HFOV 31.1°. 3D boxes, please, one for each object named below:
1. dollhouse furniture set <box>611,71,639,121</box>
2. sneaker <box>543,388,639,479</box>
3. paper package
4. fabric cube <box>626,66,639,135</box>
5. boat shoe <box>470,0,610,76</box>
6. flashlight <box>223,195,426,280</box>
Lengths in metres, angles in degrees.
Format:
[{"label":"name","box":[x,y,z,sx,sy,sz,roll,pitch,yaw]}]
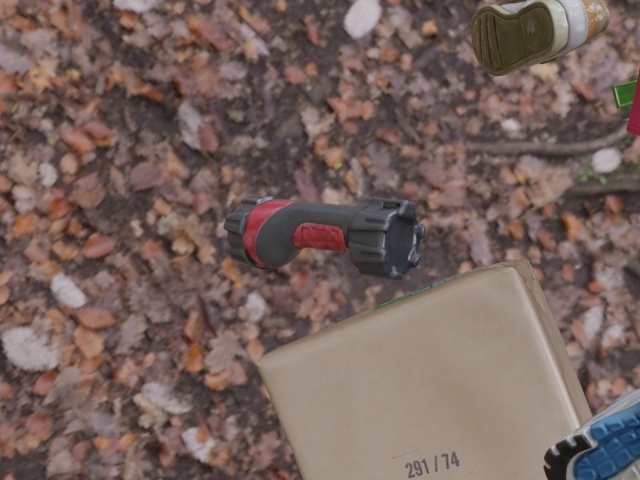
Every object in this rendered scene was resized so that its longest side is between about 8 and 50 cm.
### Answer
[{"label":"dollhouse furniture set","box":[0.505,-0.234,1.885,0.151,0.058,0.076,-26,102,-80]},{"label":"sneaker","box":[0.244,0.120,0.797,0.083,0.190,0.071,-36,95,-48]},{"label":"paper package","box":[0.136,0.213,1.325,0.309,0.324,0.168,68,15,2]},{"label":"fabric cube","box":[0.503,-0.204,1.145,0.259,0.254,0.258,-2,107,-29]},{"label":"boat shoe","box":[0.323,-0.310,1.727,0.103,0.302,0.113,-12,101,-15]},{"label":"flashlight","box":[0.000,0.000,1.472,0.103,0.304,0.103,-45,122,-26]}]
